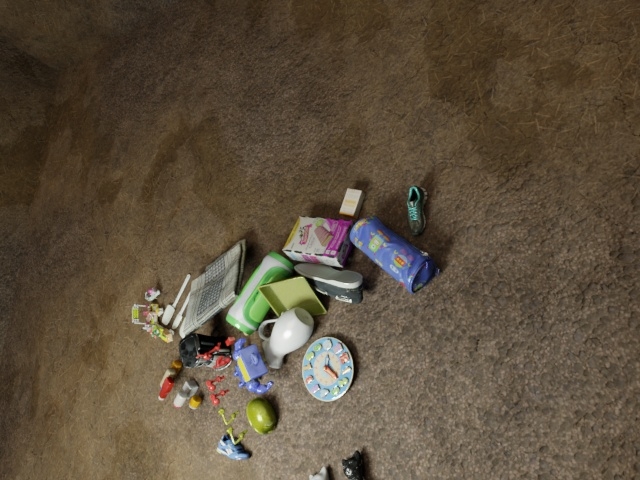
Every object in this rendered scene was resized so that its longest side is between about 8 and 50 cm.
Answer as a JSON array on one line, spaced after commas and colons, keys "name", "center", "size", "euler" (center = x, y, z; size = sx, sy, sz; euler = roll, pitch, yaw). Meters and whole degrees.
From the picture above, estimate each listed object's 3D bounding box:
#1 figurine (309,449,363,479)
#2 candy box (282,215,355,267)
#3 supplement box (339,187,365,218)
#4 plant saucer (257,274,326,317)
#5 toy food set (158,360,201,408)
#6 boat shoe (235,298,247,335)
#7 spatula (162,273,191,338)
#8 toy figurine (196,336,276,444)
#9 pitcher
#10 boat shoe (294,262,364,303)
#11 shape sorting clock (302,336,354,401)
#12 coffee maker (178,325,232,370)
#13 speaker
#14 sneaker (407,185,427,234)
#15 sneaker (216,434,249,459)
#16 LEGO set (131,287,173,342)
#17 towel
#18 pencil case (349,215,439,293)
[{"name": "figurine", "center": [0.062, 0.766, 1.415], "size": [0.214, 0.092, 0.210], "euler": [-33, 51, 21]}, {"name": "candy box", "center": [0.000, 0.000, 1.689], "size": [0.233, 0.071, 0.159], "euler": [5, 58, 35]}, {"name": "supplement box", "center": [0.115, -0.133, 1.706], "size": [0.062, 0.036, 0.099], "euler": [16, 83, 36]}, {"name": "plant saucer", "center": [-0.094, 0.193, 1.660], "size": [0.188, 0.188, 0.045], "euler": [-14, 35, 24]}, {"name": "toy food set", "center": [-0.564, 0.590, 1.865], "size": [0.232, 0.111, 0.105], "euler": [42, 110, 35]}, {"name": "boat shoe", "center": [-0.298, 0.285, 1.819], "size": [0.059, 0.063, 0.170], "euler": [-35, 59, 12]}, {"name": "spatula", "center": [-0.584, 0.273, 2.036], "size": [0.168, 0.019, 0.242], "euler": [25, 90, 38]}, {"name": "toy figurine", "center": [-0.255, 0.463, 1.599], "size": [0.363, 0.191, 0.217], "euler": [61, 141, 24]}, {"name": "pitcher", "center": [-0.129, 0.314, 1.664], "size": [0.207, 0.125, 0.178], "euler": [-51, 57, 22]}, {"name": "boat shoe", "center": [0.023, 0.143, 1.633], "size": [0.302, 0.114, 0.091], "euler": [17, 123, 48]}, {"name": "shape sorting clock", "center": [0.021, 0.425, 1.576], "size": [0.206, 0.040, 0.207], "euler": [-12, 68, 30]}, {"name": "coffee maker", "center": [-0.443, 0.406, 1.801], "size": [0.120, 0.178, 0.171], "euler": [-50, 55, 8]}, {"name": "speaker", "center": [-0.217, 0.190, 1.732], "size": [0.131, 0.131, 0.297], "euler": [26, 77, 36]}, {"name": "sneaker", "center": [0.304, -0.102, 1.548], "size": [0.064, 0.076, 0.167], "euler": [-5, 72, 33]}, {"name": "sneaker", "center": [-0.307, 0.733, 1.680], "size": [0.144, 0.053, 0.059], "euler": [6, 75, 33]}, {"name": "LEGO set", "center": [-0.730, 0.343, 2.038], "size": [0.132, 0.107, 0.287], "euler": [-51, 49, 22]}, {"name": "towel", "center": [-0.408, 0.169, 1.841], "size": [0.312, 0.056, 0.324], "euler": [-38, 31, 26]}, {"name": "pencil case", "center": [0.231, 0.035, 1.521], "size": [0.306, 0.119, 0.133], "euler": [41, 115, 35]}]
